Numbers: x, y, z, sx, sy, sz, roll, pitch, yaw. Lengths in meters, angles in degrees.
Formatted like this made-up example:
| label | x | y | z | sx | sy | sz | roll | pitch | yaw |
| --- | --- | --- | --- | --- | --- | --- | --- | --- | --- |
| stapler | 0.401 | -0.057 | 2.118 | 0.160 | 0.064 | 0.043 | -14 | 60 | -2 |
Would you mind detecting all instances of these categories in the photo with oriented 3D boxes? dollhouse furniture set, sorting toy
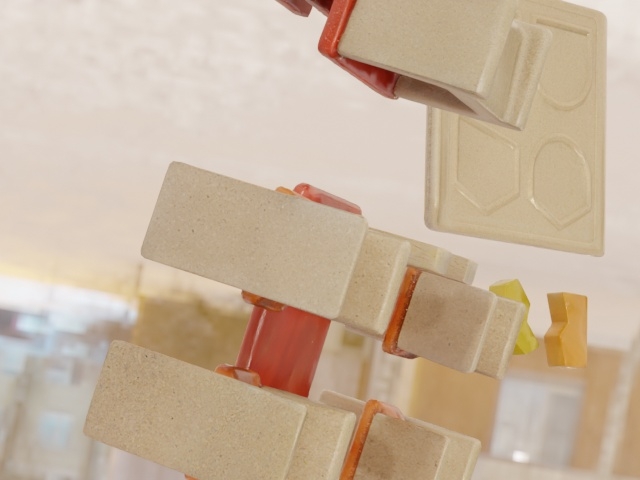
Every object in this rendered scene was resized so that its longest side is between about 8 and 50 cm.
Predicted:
| label | x | y | z | sx | sy | sz | roll | pitch | yaw |
| --- | --- | --- | --- | --- | --- | --- | --- | --- | --- |
| dollhouse furniture set | 0.000 | 0.000 | 0.880 | 0.135 | 0.259 | 0.262 | 17 | 178 | 22 |
| sorting toy | 0.156 | -0.054 | 1.567 | 0.229 | 0.307 | 0.041 | 9 | 169 | -43 |
